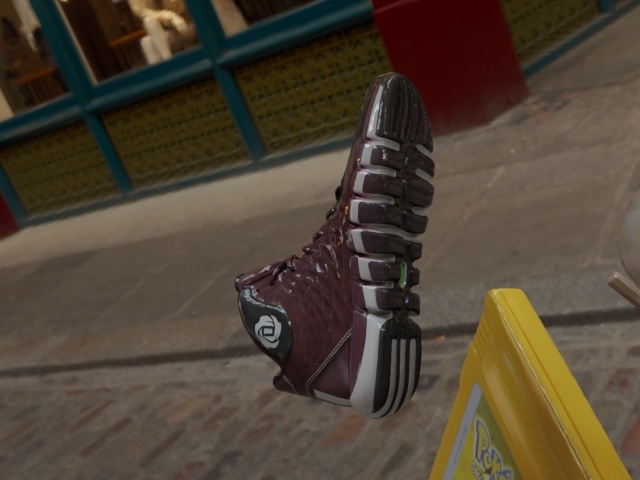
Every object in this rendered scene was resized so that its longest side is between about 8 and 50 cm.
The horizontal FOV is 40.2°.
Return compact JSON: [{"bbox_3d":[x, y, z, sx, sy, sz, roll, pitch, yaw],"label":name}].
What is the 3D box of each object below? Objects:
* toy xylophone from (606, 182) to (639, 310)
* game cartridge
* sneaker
[{"bbox_3d":[0.295,0.064,0.521,0.081,0.323,0.236,-48,8,2],"label":"toy xylophone"},{"bbox_3d":[0.190,0.257,0.865,0.053,0.323,0.285,-2,37,-12],"label":"game cartridge"},{"bbox_3d":[0.000,0.000,0.729,0.163,0.281,0.106,0,-11,30],"label":"sneaker"}]
